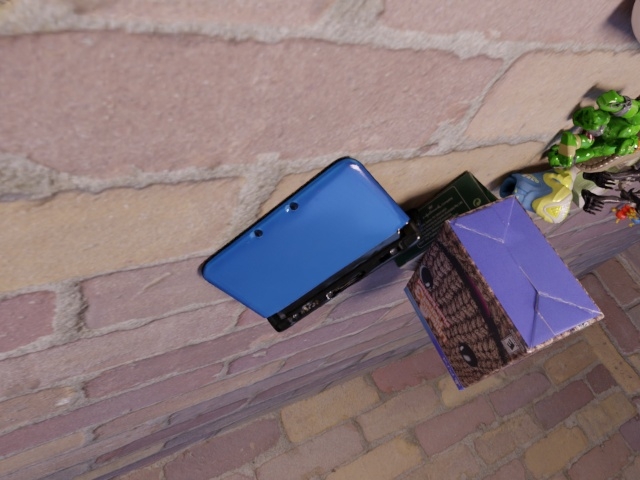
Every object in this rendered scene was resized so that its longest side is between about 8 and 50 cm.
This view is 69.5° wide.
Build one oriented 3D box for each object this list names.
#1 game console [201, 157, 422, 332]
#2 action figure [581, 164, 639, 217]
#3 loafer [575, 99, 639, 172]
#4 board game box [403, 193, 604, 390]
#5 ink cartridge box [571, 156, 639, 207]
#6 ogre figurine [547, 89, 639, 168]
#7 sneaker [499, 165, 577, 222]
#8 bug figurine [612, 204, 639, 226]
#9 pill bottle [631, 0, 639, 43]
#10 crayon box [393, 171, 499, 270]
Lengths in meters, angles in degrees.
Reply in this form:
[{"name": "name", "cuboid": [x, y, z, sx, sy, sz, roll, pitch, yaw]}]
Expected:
[{"name": "game console", "cuboid": [0.000, 0.000, 0.758, 0.293, 0.173, 0.250, -35, -174, 18]}, {"name": "action figure", "cuboid": [0.723, -0.122, 1.014, 0.276, 0.141, 0.164, -12, 131, -10]}, {"name": "loafer", "cuboid": [0.627, -0.219, 0.890, 0.269, 0.101, 0.092, -27, 169, 31]}, {"name": "board game box", "cuboid": [0.292, 0.106, 0.817, 0.141, 0.232, 0.291, -20, 155, -14]}, {"name": "ink cartridge box", "cuboid": [0.723, -0.150, 1.178, 0.171, 0.056, 0.235, -36, 153, 17]}, {"name": "ogre figurine", "cuboid": [0.499, -0.195, 0.813, 0.118, 0.096, 0.197, -7, 138, -3]}, {"name": "sneaker", "cuboid": [0.437, -0.115, 0.930, 0.240, 0.126, 0.091, -38, 145, -58]}, {"name": "bug figurine", "cuboid": [1.174, -0.135, 1.653, 0.279, 0.072, 0.216, 5, 135, -43]}, {"name": "pill bottle", "cuboid": [0.504, -0.282, 0.596, 0.221, 0.121, 0.121, -5, 148, -40]}, {"name": "crayon box", "cuboid": [0.286, -0.014, 0.959, 0.203, 0.083, 0.323, -38, 154, 22]}]
